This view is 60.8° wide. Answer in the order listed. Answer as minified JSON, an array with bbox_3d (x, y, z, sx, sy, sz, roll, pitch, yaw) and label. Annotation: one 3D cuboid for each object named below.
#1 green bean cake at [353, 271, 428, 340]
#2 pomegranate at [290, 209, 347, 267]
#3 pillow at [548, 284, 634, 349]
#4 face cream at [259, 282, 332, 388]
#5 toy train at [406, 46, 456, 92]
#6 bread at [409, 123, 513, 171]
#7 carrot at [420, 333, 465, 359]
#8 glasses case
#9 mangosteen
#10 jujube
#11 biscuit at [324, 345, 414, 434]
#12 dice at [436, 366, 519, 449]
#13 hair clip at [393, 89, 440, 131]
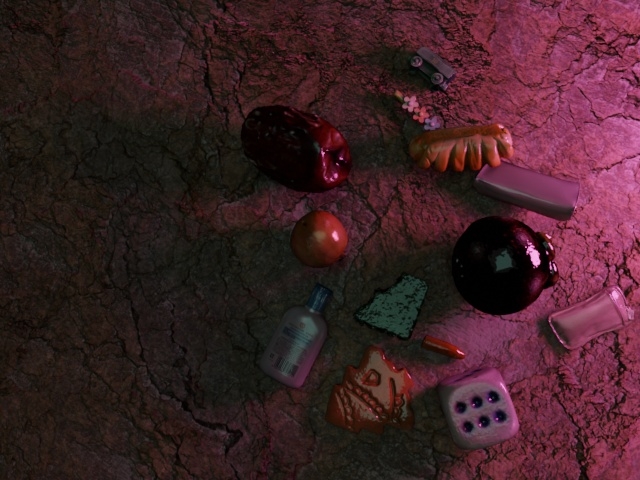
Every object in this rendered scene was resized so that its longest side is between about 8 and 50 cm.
[{"bbox_3d":[0.224,0.193,1.715,0.193,0.107,0.208,21,87,14],"label":"green bean cake"},{"bbox_3d":[-0.004,0.000,1.736,0.191,0.191,0.191,-1,84,10],"label":"pomegranate"},{"bbox_3d":[0.814,0.233,1.639,0.232,0.038,0.131,-27,83,7],"label":"pillow"},{"bbox_3d":[-0.063,0.299,1.766,0.163,0.080,0.337,27,89,13],"label":"face cream"},{"bbox_3d":[0.364,-0.563,1.793,0.099,0.070,0.172,-44,77,-4],"label":"toy train"},{"bbox_3d":[0.434,-0.284,1.704,0.311,0.173,0.121,-2,123,15],"label":"bread"},{"bbox_3d":[0.386,0.335,1.702,0.139,0.048,0.048,18,87,9],"label":"carrot"},{"bbox_3d":[0.637,-0.160,1.685,0.308,0.083,0.128,24,69,25],"label":"glasses case"},{"bbox_3d":[0.536,0.081,1.588,0.313,0.297,0.297,23,88,-14],"label":"mangosteen"},{"bbox_3d":[-0.084,-0.293,1.751,0.376,0.258,0.258,20,88,13],"label":"jujube"},{"bbox_3d":[0.148,0.501,1.725,0.306,0.043,0.284,-30,80,6],"label":"biscuit"},{"bbox_3d":[0.457,0.488,1.598,0.193,0.192,0.194,-18,83,9],"label":"dice"},{"bbox_3d":[0.319,-0.418,1.788,0.062,0.056,0.214,-45,79,3],"label":"hair clip"}]
